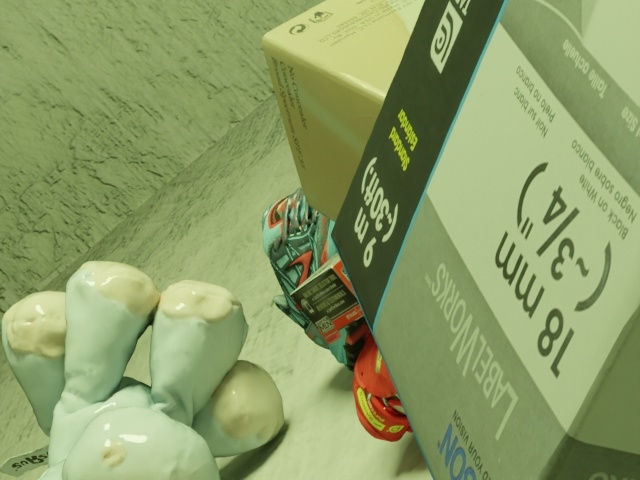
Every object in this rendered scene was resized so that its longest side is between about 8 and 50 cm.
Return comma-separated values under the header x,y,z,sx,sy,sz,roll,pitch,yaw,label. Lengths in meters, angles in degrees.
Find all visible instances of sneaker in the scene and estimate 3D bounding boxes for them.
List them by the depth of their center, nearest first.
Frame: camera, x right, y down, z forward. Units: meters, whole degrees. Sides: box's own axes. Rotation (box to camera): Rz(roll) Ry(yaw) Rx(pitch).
x,y,z,sx,sy,sz,roll,pitch,yaw,label
0.074,0.094,1.126,0.118,0.107,0.279,-47,1,8,sneaker
0.000,0.000,1.310,0.104,0.125,0.262,-46,-25,-32,sneaker

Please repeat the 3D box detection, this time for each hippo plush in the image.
x,y,z,sx,sy,sz,roll,pitch,yaw,label
-0.188,0.167,1.348,0.294,0.234,0.236,-38,13,20,hippo plush

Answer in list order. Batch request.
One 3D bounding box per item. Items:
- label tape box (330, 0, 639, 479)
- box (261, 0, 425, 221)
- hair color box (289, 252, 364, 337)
x,y,z,sx,sy,sz,roll,pitch,yaw,label
0.091,0.020,0.609,0.240,0.106,0.333,-113,40,-58,label tape box
0.106,-0.052,1.036,0.121,0.148,0.311,-30,34,-21,box
0.050,0.005,1.178,0.141,0.043,0.072,-40,2,-31,hair color box
